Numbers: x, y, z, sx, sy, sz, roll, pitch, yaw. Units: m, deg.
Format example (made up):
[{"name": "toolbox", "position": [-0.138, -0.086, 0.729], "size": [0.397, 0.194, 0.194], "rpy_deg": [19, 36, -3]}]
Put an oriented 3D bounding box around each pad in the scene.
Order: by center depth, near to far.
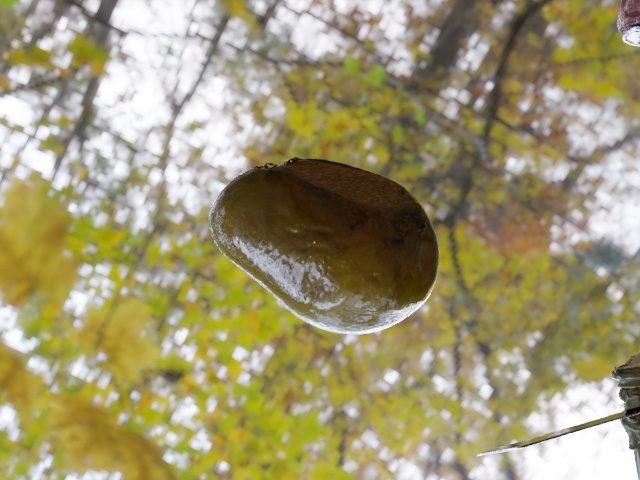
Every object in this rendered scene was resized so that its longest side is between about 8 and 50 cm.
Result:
[{"name": "pad", "position": [0.280, 0.177, 1.550], "size": [0.235, 0.158, 0.003], "rpy_deg": [-15, -97, -12]}]

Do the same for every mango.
[{"name": "mango", "position": [0.000, 0.000, 1.635], "size": [0.262, 0.167, 0.130], "rpy_deg": [26, -165, 27]}]

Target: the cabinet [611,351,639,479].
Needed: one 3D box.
[{"name": "cabinet", "position": [0.520, 0.273, 1.820], "size": [0.290, 0.318, 0.227], "rpy_deg": [-8, -178, 25]}]

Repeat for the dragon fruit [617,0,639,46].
[{"name": "dragon fruit", "position": [0.455, -0.318, 1.863], "size": [0.223, 0.218, 0.148], "rpy_deg": [0, -99, -49]}]
